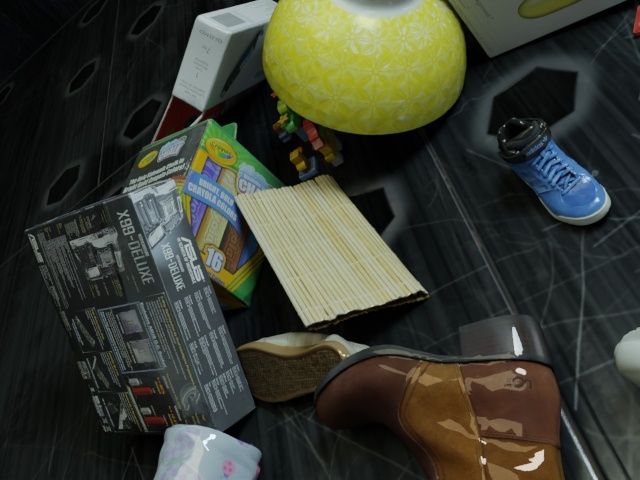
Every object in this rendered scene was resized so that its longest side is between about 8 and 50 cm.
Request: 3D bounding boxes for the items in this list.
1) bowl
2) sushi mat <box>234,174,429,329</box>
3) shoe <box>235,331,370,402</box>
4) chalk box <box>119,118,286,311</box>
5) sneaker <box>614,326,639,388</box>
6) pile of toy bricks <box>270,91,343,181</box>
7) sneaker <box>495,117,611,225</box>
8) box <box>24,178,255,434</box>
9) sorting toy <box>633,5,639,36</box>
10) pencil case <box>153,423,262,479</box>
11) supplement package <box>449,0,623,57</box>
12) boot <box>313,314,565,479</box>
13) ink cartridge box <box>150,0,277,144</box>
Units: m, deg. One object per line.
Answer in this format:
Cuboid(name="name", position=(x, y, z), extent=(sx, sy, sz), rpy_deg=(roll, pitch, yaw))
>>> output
Cuboid(name="bowl", position=(0.064, -0.296, 0.941), extent=(0.290, 0.156, 0.289), rpy_deg=(2, 54, -2))
Cuboid(name="sushi mat", position=(0.000, 0.000, 0.912), extent=(0.151, 0.019, 0.316), rpy_deg=(-16, 36, -14))
Cuboid(name="shoe", position=(-0.026, 0.149, 0.846), extent=(0.219, 0.076, 0.058), rpy_deg=(-12, 6, 45))
Cuboid(name="chalk box", position=(-0.186, -0.051, 1.080), extent=(0.180, 0.179, 0.289), rpy_deg=(-13, 48, 39))
Cuboid(name="sneaker", position=(0.311, 0.133, 0.502), extent=(0.235, 0.090, 0.094), rpy_deg=(20, 82, 53))
Cuboid(name="pile of toy bricks", position=(-0.036, -0.197, 1.116), extent=(0.118, 0.105, 0.212), rpy_deg=(-29, 41, 24))
Cuboid(name="sneaker", position=(0.241, -0.080, 0.753), extent=(0.058, 0.084, 0.152), rpy_deg=(-40, 38, 11))
Cuboid(name="box", position=(-0.238, 0.096, 0.909), extent=(0.242, 0.307, 0.076), rpy_deg=(-14, 9, 39))
Cuboid(name="sorting toy", position=(0.466, -0.308, 0.765), extent=(0.275, 0.046, 0.132), rpy_deg=(-2, 56, 44))
Cuboid(name="pencil case", position=(-0.153, 0.335, 0.755), extent=(0.124, 0.113, 0.273), rpy_deg=(-23, 42, 44))
Cuboid(name="supplement package", position=(0.264, -0.380, 0.897), extent=(0.203, 0.194, 0.149), rpy_deg=(-17, 47, 40))
Cuboid(name="boot", position=(0.106, 0.232, 0.639), extent=(0.264, 0.096, 0.280), rpy_deg=(-18, 54, 24))
Cuboid(name="ink cartridge box", position=(-0.167, -0.275, 1.225), extent=(0.261, 0.066, 0.296), rpy_deg=(-62, -4, 29))
